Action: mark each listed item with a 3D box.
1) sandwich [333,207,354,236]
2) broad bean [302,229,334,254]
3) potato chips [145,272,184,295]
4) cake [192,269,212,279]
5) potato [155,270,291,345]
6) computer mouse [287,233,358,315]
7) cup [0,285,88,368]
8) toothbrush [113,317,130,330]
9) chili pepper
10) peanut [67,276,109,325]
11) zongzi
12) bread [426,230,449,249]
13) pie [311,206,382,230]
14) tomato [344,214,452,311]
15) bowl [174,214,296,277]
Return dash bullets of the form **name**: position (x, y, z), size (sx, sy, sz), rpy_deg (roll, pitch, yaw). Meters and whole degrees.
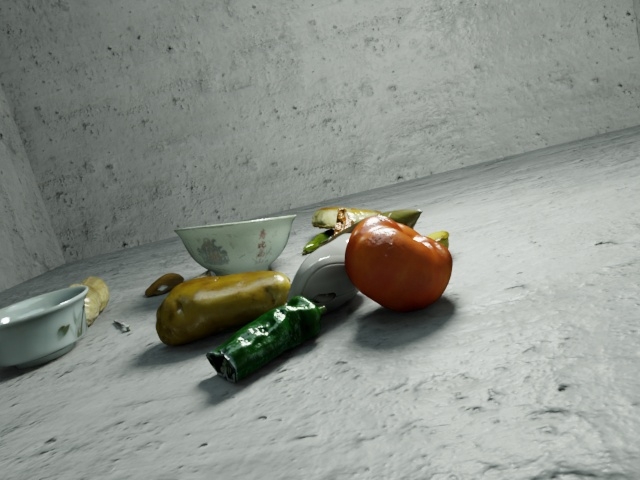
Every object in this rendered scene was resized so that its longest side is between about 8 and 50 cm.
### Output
- **sandwich**: position (0.090, -0.023, 1.937), size (0.079, 0.159, 0.235), rpy_deg (7, -8, 7)
- **broad bean**: position (0.001, -0.001, 2.172), size (0.052, 0.053, 0.256), rpy_deg (33, 31, 14)
- **potato chips**: position (-0.618, 0.168, 2.155), size (0.150, 0.049, 0.202), rpy_deg (-19, 16, 9)
- **cake**: position (-0.373, 0.160, 1.746), size (0.116, 0.086, 0.220), rpy_deg (-9, 12, 31)
- **potato**: position (-0.250, 0.158, 1.402), size (0.369, 0.176, 0.195), rpy_deg (-15, -30, 3)
- **computer mouse**: position (0.038, 0.094, 1.343), size (0.121, 0.184, 0.297), rpy_deg (31, 27, 15)
- **cup**: position (-0.843, 0.270, 1.625), size (0.347, 0.163, 0.347), rpy_deg (-15, 11, 3)
- **toothbrush**: position (-0.634, 0.267, 1.744), size (0.014, 0.017, 0.194), rpy_deg (-22, 13, -30)
- **chili pepper**: position (-0.098, 0.199, 1.155), size (0.270, 0.099, 0.136), rpy_deg (-28, -9, -30)
- **peanut**: position (-0.839, 0.217, 1.950), size (0.149, 0.149, 0.313), rpy_deg (-15, 10, -1)
- **zongzi**: position (0.143, -0.007, 1.588), size (0.286, 0.138, 0.300), rpy_deg (-19, -10, -16)
- **bread**: position (0.304, 0.026, 1.573), size (0.149, 0.065, 0.187), rpy_deg (-23, 3, -2)
- **pie**: position (0.114, -0.094, 2.261), size (0.315, 0.092, 0.315), rpy_deg (0, 4, 0)
- **tomato**: position (0.166, 0.054, 1.224), size (0.259, 0.180, 0.260), rpy_deg (28, 11, -6)
- **bowl**: position (-0.288, 0.030, 1.934), size (0.434, 0.196, 0.435), rpy_deg (-7, 4, 0)
